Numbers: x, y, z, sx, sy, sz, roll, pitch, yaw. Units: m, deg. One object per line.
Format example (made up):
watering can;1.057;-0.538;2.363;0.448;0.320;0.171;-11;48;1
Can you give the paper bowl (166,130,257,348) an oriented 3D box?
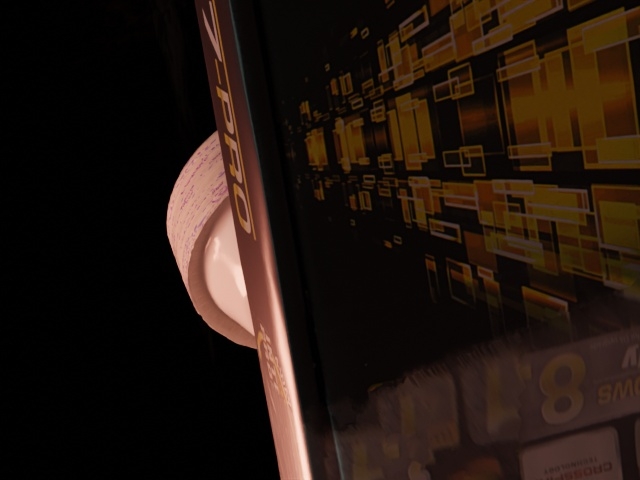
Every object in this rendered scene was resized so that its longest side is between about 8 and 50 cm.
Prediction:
paper bowl;0.000;0.000;1.637;0.284;0.284;0.148;90;163;-46

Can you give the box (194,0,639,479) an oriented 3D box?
box;0.157;-0.090;0.518;0.097;0.395;0.318;-133;34;-72
